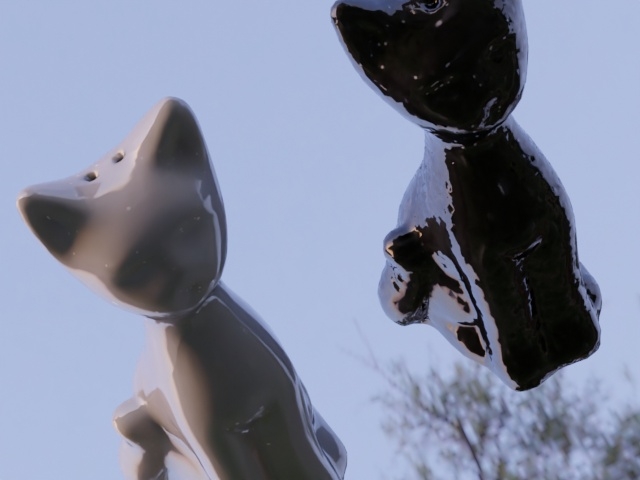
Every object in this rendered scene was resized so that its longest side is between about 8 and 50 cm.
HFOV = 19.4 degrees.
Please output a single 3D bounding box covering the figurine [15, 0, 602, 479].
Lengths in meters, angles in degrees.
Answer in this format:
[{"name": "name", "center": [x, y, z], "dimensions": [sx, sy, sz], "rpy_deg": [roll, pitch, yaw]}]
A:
[{"name": "figurine", "center": [0.000, 0.000, 0.719], "dimensions": [0.215, 0.092, 0.209], "rpy_deg": [-31, -40, -12]}]
